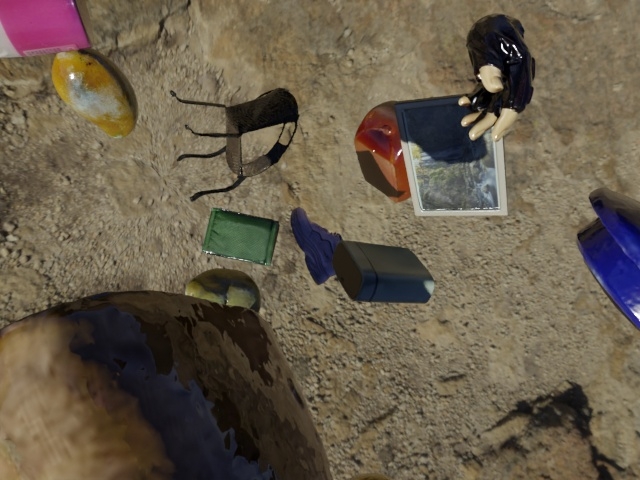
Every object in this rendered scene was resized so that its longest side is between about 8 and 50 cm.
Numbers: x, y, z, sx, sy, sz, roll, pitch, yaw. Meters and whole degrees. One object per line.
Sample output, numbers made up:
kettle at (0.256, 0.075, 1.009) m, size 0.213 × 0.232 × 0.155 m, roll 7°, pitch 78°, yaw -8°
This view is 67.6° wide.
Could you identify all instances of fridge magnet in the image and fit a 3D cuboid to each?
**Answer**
fridge magnet at (0.435, 0.043, 0.615) m, size 0.265 × 0.266 × 0.112 m, roll 35°, pitch 122°, yaw -19°

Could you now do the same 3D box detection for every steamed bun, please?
steamed bun at (0.279, -0.319, 1.652) m, size 0.248 × 0.379 × 0.235 m, roll -45°, pitch 66°, yaw -8°

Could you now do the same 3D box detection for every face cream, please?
face cream at (-0.527, -0.421, 0.848) m, size 0.194 × 0.175 × 0.175 m, roll -14°, pitch 101°, yaw -13°

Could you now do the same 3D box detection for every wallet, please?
wallet at (-0.266, -0.012, 1.602) m, size 0.235 × 0.055 × 0.161 m, roll 11°, pitch 77°, yaw 2°

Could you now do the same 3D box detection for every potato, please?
potato at (-0.246, 0.145, 1.178) m, size 0.194 × 0.157 × 0.157 m, roll 16°, pitch 92°, yaw -56°

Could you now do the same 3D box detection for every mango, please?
mango at (-0.634, -0.413, 1.375) m, size 0.192 × 0.316 × 0.146 m, roll -5°, pitch 55°, yaw 6°

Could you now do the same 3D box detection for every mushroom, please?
mushroom at (-0.123, 0.257, 0.459) m, size 0.224 × 0.313 × 0.398 m, roll -31°, pitch 65°, yaw 6°

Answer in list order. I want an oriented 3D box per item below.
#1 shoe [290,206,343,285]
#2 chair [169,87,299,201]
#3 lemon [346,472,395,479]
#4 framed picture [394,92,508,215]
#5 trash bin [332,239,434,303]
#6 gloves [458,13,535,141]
shoe at (0.000, 0.000, 1.434) m, size 0.137 × 0.095 × 0.245 m, roll -22°, pitch 77°, yaw -3°
chair at (-0.147, -0.186, 0.843) m, size 0.213 × 0.174 × 0.149 m, roll -15°, pitch 139°, yaw -18°
lemon at (0.091, 0.559, 0.928) m, size 0.244 × 0.187 × 0.187 m, roll -31°, pitch 106°, yaw 4°
framed picture at (0.318, -0.193, 1.148) m, size 0.020 × 0.240 × 0.324 m, roll -60°, pitch 142°, yaw -43°
trash bin at (0.098, 0.051, 0.763) m, size 0.129 × 0.116 × 0.059 m, roll 6°, pitch 120°, yaw -24°
gloves at (0.280, -0.254, 0.769) m, size 0.124 × 0.164 × 0.204 m, roll -11°, pitch 79°, yaw 21°
